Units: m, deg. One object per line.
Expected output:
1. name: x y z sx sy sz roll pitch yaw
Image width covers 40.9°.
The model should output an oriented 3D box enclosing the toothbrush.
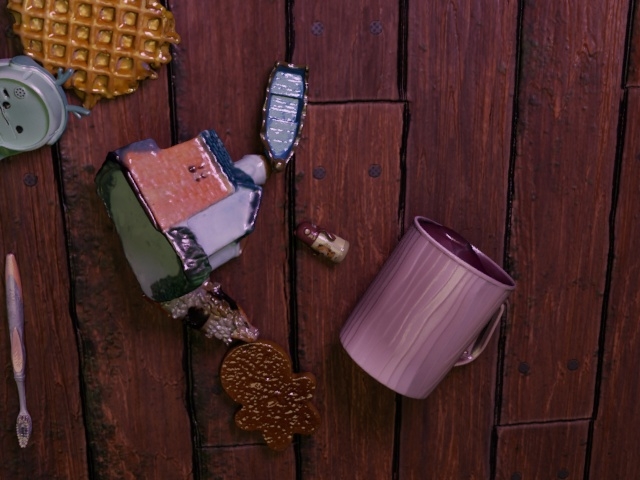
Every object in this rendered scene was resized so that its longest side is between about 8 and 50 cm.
1. toothbrush: -0.550 0.202 1.561 0.028 0.037 0.375 -1 106 -9

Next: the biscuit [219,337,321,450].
1. biscuit: -0.096 0.288 1.632 0.180 0.039 0.236 -28 108 6

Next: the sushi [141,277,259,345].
1. sushi: -0.204 0.117 1.535 0.226 0.103 0.097 28 87 -16

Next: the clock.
1. clock: -0.482 -0.217 1.383 0.211 0.066 0.159 -12 120 12

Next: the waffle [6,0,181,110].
1. waffle: -0.364 -0.343 1.378 0.254 0.052 0.245 -29 112 12

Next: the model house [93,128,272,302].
1. model house: -0.196 -0.067 1.456 0.291 0.184 0.253 -28 90 -28

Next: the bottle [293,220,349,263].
1. bottle: -0.001 0.001 1.544 0.101 0.047 0.063 29 113 -13

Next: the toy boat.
1. toy boat: -0.062 -0.208 1.442 0.075 0.077 0.185 10 100 -9

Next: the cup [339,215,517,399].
1. cup: 0.199 0.118 1.545 0.208 0.288 0.273 39 104 20
